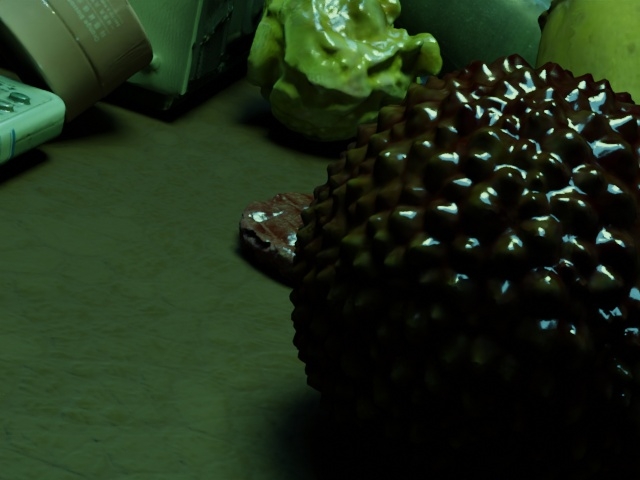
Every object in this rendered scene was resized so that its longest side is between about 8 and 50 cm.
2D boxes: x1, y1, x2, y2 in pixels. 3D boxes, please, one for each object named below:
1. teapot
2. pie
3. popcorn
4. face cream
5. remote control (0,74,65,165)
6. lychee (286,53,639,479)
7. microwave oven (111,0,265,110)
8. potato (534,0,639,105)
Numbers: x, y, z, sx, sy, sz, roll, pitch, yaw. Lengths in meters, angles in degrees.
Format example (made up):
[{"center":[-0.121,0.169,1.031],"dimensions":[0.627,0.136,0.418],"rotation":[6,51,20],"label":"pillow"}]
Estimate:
[{"center":[0.161,-0.239,1.869],"dimensions":[0.337,0.270,0.200],"rotation":[44,54,6],"label":"teapot"},{"center":[0.000,0.000,1.459],"dimensions":[0.153,0.038,0.153],"rotation":[9,23,-4],"label":"pie"},{"center":[0.021,-0.192,1.735],"dimensions":[0.185,0.187,0.167],"rotation":[46,8,33],"label":"popcorn"},{"center":[-0.241,-0.198,1.592],"dimensions":[0.104,0.149,0.149],"rotation":[-38,42,-13],"label":"face cream"},{"center":[-0.337,-0.077,1.402],"dimensions":[0.128,0.065,0.335],"rotation":[21,23,13],"label":"remote control"},{"center":[0.122,0.025,1.115],"dimensions":[0.306,0.306,0.330],"rotation":[17,-20,7],"label":"lychee"},{"center":[-0.196,-0.324,1.852],"dimensions":[0.333,0.247,0.394],"rotation":[20,23,12],"label":"microwave oven"},{"center":[0.401,-0.045,1.503],"dimensions":[0.442,0.319,0.385],"rotation":[5,-18,-1],"label":"potato"}]
